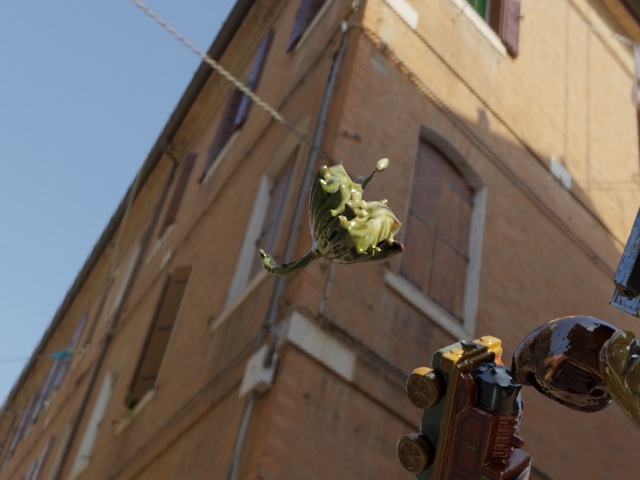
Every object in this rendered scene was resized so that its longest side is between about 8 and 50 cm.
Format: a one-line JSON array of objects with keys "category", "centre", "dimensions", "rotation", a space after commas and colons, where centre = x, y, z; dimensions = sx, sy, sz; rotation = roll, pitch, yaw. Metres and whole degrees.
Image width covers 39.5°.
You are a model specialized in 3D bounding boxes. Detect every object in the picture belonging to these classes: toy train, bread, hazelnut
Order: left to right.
[{"category": "toy train", "centre": [0.281, 0.367, 1.673], "dimensions": [0.232, 0.163, 0.369], "rotation": [22, -66, 38]}, {"category": "hazelnut", "centre": [0.421, 0.213, 1.490], "dimensions": [0.202, 0.160, 0.170], "rotation": [-26, -54, 36]}, {"category": "bread", "centre": [0.462, 0.222, 1.188], "dimensions": [0.081, 0.225, 0.134], "rotation": [-34, -29, -7]}]

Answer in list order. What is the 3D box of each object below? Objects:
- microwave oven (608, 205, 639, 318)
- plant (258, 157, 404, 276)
[{"category": "microwave oven", "centre": [0.625, 0.005, 1.431], "dimensions": [0.238, 0.295, 0.181], "rotation": [18, 4, 2]}, {"category": "plant", "centre": [0.027, 0.013, 1.777], "dimensions": [0.180, 0.251, 0.333], "rotation": [13, -50, -23]}]
